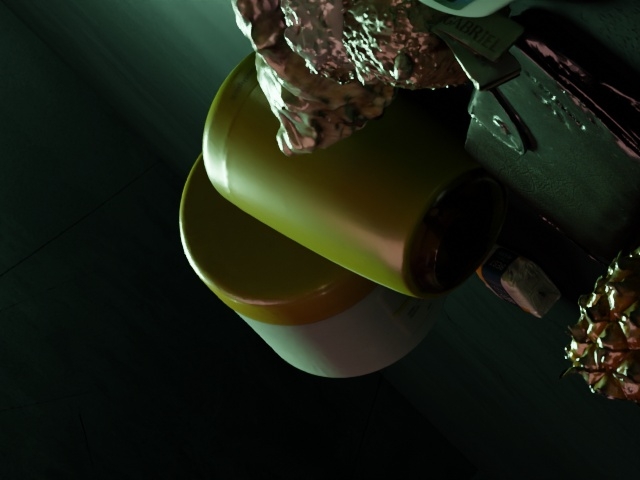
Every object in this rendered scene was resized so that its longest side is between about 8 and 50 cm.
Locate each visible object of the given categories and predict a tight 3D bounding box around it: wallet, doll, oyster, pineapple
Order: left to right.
[{"bbox_3d":[-0.038,-0.202,1.465,0.238,0.115,0.351,35,155,37],"label":"oyster"},{"bbox_3d":[0.063,-0.155,1.270,0.221,0.115,0.105,11,107,57],"label":"doll"},{"bbox_3d":[0.185,-0.067,1.411,0.172,0.045,0.318,39,171,8],"label":"wallet"},{"bbox_3d":[0.263,0.039,1.351,0.176,0.137,0.161,-7,-160,-44],"label":"pineapple"}]

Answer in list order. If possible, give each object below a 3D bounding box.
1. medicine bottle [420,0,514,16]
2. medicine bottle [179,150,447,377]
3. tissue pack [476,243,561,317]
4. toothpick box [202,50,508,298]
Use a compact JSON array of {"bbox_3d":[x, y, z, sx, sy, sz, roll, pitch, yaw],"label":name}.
[{"bbox_3d":[0.077,-0.190,1.092,0.121,0.083,0.229,43,171,-5],"label":"medicine bottle"},{"bbox_3d":[0.000,0.000,2.011,0.238,0.238,0.232,37,174,30],"label":"medicine bottle"},{"bbox_3d":[0.202,0.041,1.958,0.062,0.042,0.083,48,170,-28],"label":"tissue pack"},{"bbox_3d":[0.038,-0.061,1.722,0.271,0.175,0.175,33,169,35],"label":"toothpick box"}]
